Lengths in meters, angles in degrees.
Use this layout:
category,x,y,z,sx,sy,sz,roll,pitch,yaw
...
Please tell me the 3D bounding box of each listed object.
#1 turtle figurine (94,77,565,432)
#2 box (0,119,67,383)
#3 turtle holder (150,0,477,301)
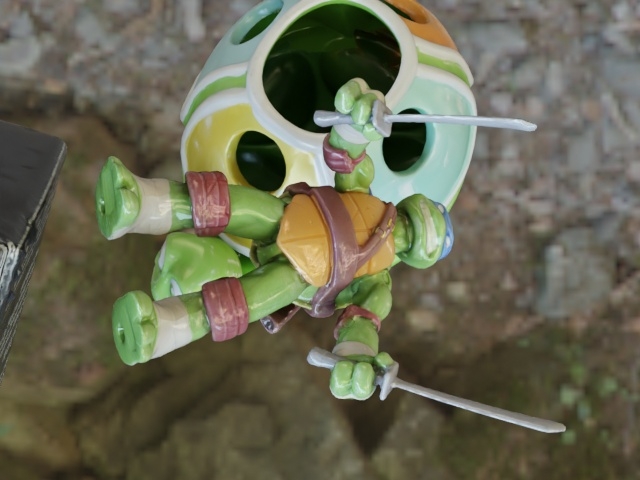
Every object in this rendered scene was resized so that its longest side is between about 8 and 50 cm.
category,x,y,z,sx,sy,sz,roll,pitch,yaw
turtle figurine,0.000,0.000,1.249,0.266,0.274,0.197,-7,117,-22
box,-0.481,0.108,1.333,0.480,0.471,0.297,17,-164,-6
turtle holder,-0.022,-0.084,1.523,0.320,0.243,0.227,-24,164,-8
